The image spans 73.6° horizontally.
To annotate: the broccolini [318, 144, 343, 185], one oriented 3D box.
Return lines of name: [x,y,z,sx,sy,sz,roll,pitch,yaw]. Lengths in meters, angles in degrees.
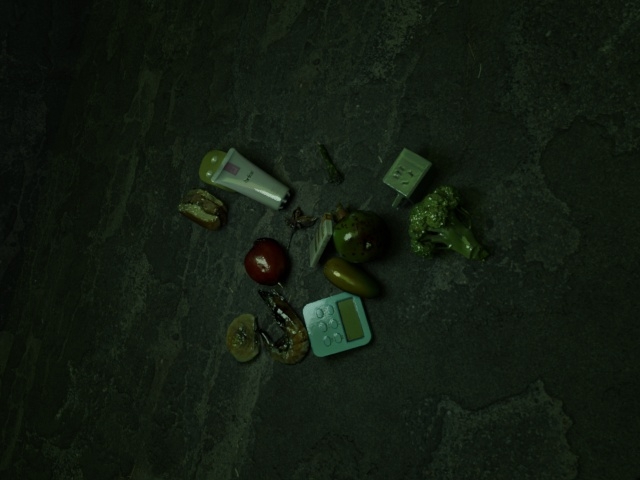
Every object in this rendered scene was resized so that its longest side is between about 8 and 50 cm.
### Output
broccolini: [0.033,-0.337,1.924,0.067,0.058,0.216,-16,61,-20]

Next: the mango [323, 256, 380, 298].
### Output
mango: [0.125,0.160,1.736,0.251,0.156,0.114,36,100,16]

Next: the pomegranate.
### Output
pomegranate: [0.162,-0.044,1.735,0.230,0.231,0.286,-24,42,20]

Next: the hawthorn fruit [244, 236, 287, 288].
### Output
hawthorn fruit: [-0.228,0.115,1.897,0.189,0.189,0.251,-37,75,16]

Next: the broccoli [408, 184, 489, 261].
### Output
broccoli: [0.447,-0.041,1.594,0.253,0.186,0.302,-23,66,11]

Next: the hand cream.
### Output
hand cream: [-0.304,-0.266,1.958,0.358,0.118,0.186,30,84,2]

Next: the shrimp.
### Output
shrimp: [-0.196,0.386,1.901,0.233,0.071,0.365,-48,71,17]

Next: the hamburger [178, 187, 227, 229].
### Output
hamburger: [-0.576,-0.151,2.116,0.155,0.245,0.282,-54,17,-19]

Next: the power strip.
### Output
power strip: [0.340,-0.230,1.702,0.140,0.139,0.224,38,99,24]

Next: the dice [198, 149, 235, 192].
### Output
dice: [-0.473,-0.338,2.090,0.169,0.166,0.170,21,91,26]

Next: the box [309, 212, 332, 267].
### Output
box: [-0.001,0.000,1.794,0.220,0.032,0.122,116,159,-44]

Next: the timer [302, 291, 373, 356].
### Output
timer: [0.072,0.342,1.766,0.249,0.091,0.232,-22,72,17]

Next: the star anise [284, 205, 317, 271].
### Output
star anise: [-0.107,-0.008,1.947,0.148,0.219,0.228,10,130,-2]

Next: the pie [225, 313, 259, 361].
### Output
pie: [-0.360,0.449,1.974,0.185,0.052,0.218,-16,73,28]
